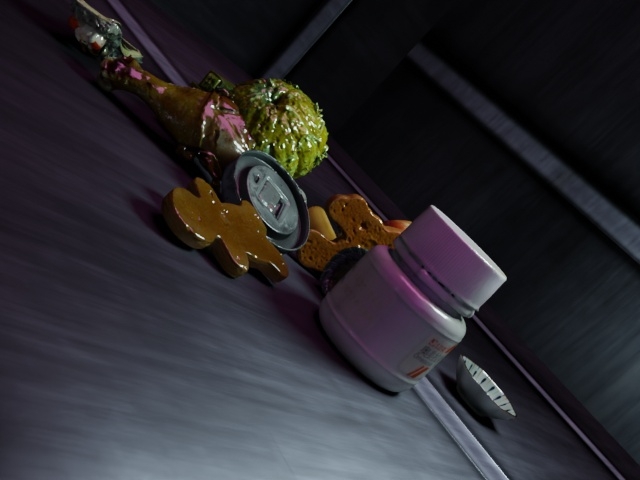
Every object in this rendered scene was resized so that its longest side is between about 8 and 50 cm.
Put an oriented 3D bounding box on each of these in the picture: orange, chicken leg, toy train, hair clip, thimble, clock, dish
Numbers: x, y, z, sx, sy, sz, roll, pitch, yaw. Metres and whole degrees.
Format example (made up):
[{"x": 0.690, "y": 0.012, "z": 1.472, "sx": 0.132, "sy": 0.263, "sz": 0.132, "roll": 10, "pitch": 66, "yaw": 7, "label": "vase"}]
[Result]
[{"x": -0.128, "y": -0.278, "z": 2.032, "sx": 0.300, "sy": 0.223, "sz": 0.301, "roll": -5, "pitch": 47, "yaw": -21, "label": "orange"}, {"x": -0.276, "y": -0.280, "z": 1.722, "sx": 0.361, "sy": 0.140, "sz": 0.211, "roll": 46, "pitch": 39, "yaw": -3, "label": "chicken leg"}, {"x": -0.276, "y": -0.380, "z": 2.221, "sx": 0.090, "sy": 0.137, "sz": 0.225, "roll": 47, "pitch": 11, "yaw": 22, "label": "toy train"}, {"x": -0.499, "y": -0.456, "z": 1.856, "sx": 0.138, "sy": 0.091, "sz": 0.321, "roll": 35, "pitch": -1, "yaw": 0, "label": "hair clip"}, {"x": 0.074, "y": 0.082, "z": 1.711, "sx": 0.090, "sy": 0.135, "sz": 0.118, "roll": 31, "pitch": 22, "yaw": -51, "label": "thimble"}, {"x": -0.110, "y": -0.075, "z": 1.650, "sx": 0.226, "sy": 0.049, "sz": 0.226, "roll": 35, "pitch": 40, "yaw": -36, "label": "clock"}, {"x": 0.374, "y": 0.361, "z": 1.914, "sx": 0.191, "sy": 0.066, "sz": 0.190, "roll": 44, "pitch": 12, "yaw": -12, "label": "dish"}]

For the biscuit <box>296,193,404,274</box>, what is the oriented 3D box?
[{"x": 0.106, "y": 0.045, "z": 1.803, "sx": 0.334, "sy": 0.202, "sz": 0.047, "roll": 38, "pitch": 4, "yaw": -17, "label": "biscuit"}]

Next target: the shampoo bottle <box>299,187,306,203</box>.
[{"x": -0.082, "y": -0.086, "z": 1.936, "sx": 0.085, "sy": 0.085, "sz": 0.262, "roll": 43, "pitch": 10, "yaw": -3, "label": "shampoo bottle"}]

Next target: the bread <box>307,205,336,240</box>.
[{"x": 0.000, "y": 0.000, "z": 1.918, "sx": 0.239, "sy": 0.074, "sz": 0.092, "roll": -114, "pitch": -165, "yaw": -63, "label": "bread"}]

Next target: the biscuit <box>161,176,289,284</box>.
[{"x": -0.172, "y": -0.017, "z": 1.400, "sx": 0.197, "sy": 0.049, "sz": 0.301, "roll": 59, "pitch": 18, "yaw": 22, "label": "biscuit"}]

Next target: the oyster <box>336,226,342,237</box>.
[{"x": 0.103, "y": 0.047, "z": 1.955, "sx": 0.259, "sy": 0.092, "sz": 0.198, "roll": 46, "pitch": -27, "yaw": 33, "label": "oyster"}]

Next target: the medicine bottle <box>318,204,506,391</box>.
[{"x": 0.173, "y": 0.107, "z": 1.530, "sx": 0.241, "sy": 0.302, "sz": 0.241, "roll": 41, "pitch": 11, "yaw": -10, "label": "medicine bottle"}]

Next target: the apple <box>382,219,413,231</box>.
[{"x": 0.221, "y": 0.065, "z": 2.149, "sx": 0.251, "sy": 0.206, "sz": 0.272, "roll": 20, "pitch": 21, "yaw": -40, "label": "apple"}]
